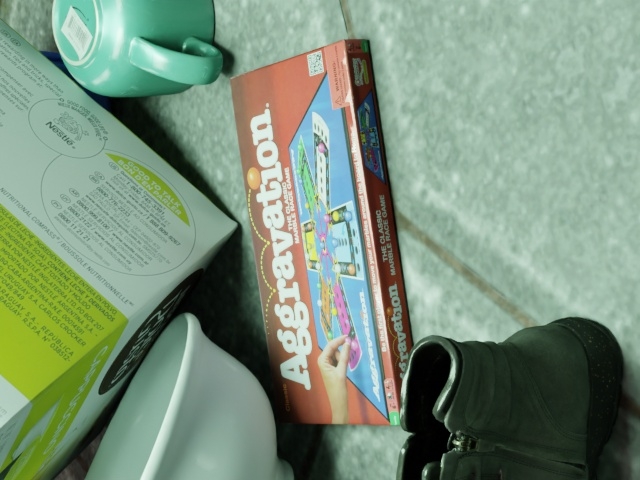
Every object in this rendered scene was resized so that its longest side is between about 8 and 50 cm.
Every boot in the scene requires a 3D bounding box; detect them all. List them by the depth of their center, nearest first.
[{"bbox_3d":[0.105,0.168,0.776,0.083,0.161,0.246,7,102,49],"label":"boot"}]

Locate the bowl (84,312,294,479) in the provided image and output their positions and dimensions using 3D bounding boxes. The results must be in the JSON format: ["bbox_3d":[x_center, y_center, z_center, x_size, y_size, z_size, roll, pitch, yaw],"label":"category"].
[{"bbox_3d":[-0.110,0.218,1.011,0.298,0.134,0.298,-60,12,22],"label":"bowl"}]

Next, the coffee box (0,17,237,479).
[{"bbox_3d":[-0.337,0.053,1.061,0.338,0.334,0.337,40,129,4],"label":"coffee box"}]

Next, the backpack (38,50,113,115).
[{"bbox_3d":[-0.257,-0.128,1.197,0.120,0.098,0.101,-19,78,50],"label":"backpack"}]

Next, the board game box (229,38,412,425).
[{"bbox_3d":[0.000,0.000,0.975,0.145,0.027,0.281,-9,89,51],"label":"board game box"}]

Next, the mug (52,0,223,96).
[{"bbox_3d":[-0.159,-0.187,1.072,0.157,0.097,0.129,-3,94,50],"label":"mug"}]
